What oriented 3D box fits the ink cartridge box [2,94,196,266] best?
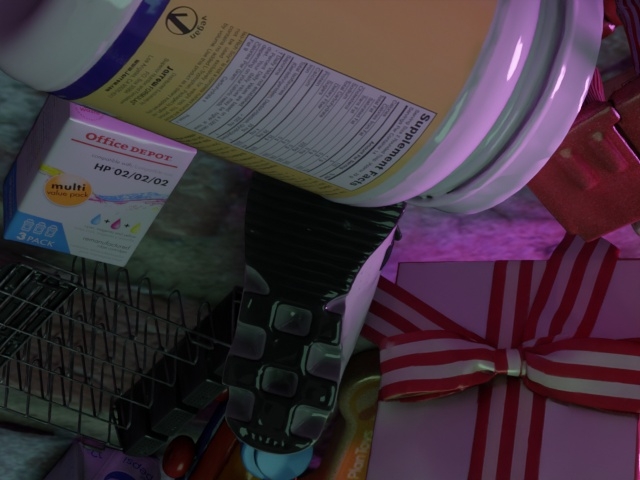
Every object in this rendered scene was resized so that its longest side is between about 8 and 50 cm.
[{"bbox_3d":[-0.164,-0.067,1.187,0.104,0.061,0.181,14,135,-25],"label":"ink cartridge box"}]

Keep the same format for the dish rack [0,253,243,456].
[{"bbox_3d":[-0.207,0.093,1.364,0.271,0.074,0.208,24,129,-31],"label":"dish rack"}]

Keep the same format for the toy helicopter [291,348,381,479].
[{"bbox_3d":[0.007,0.245,1.567,0.235,0.140,0.355,10,126,-8],"label":"toy helicopter"}]

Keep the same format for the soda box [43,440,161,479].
[{"bbox_3d":[-0.268,0.324,1.605,0.098,0.091,0.286,18,133,-29],"label":"soda box"}]

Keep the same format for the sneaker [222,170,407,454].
[{"bbox_3d":[0.000,0.000,1.273,0.122,0.146,0.330,21,114,4],"label":"sneaker"}]

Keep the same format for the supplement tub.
[{"bbox_3d":[-0.015,-0.160,0.966,0.331,0.241,0.241,19,133,-30],"label":"supplement tub"}]

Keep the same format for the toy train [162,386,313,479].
[{"bbox_3d":[-0.090,0.240,1.430,0.105,0.143,0.248,27,101,-18],"label":"toy train"}]

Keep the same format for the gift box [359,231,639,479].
[{"bbox_3d":[0.172,0.142,1.360,0.255,0.276,0.258,-5,146,14],"label":"gift box"}]

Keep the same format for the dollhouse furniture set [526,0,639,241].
[{"bbox_3d":[0.271,-0.064,1.162,0.152,0.201,0.374,-28,136,21],"label":"dollhouse furniture set"}]
